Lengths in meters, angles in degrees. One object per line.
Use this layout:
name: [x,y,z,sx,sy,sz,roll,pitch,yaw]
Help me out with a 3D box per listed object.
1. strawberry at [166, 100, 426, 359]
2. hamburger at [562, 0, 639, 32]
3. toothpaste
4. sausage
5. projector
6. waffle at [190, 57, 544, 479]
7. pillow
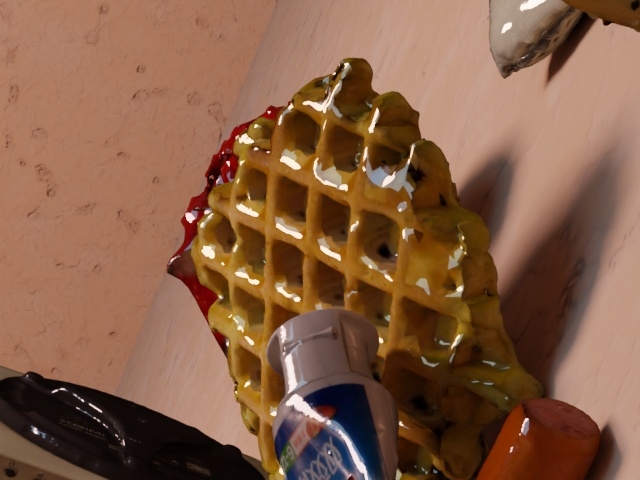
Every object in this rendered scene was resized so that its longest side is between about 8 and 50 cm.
strawberry: [0.000,0.000,1.126,0.184,0.187,0.201,-26,6,4]
hamburger: [0.145,-0.156,0.670,0.185,0.177,0.113,-19,-29,-39]
toothpaste: [0.023,0.145,0.772,0.266,0.061,0.096,-104,33,-43]
sausage: [0.078,0.128,0.756,0.041,0.039,0.131,-99,30,-63]
projector: [-0.148,0.168,1.290,0.259,0.257,0.079,-131,62,-79]
waffle: [0.013,0.041,0.931,0.245,0.052,0.254,-44,61,50]
pillow: [0.144,-0.210,1.088,0.128,0.051,0.229,-48,28,39]
